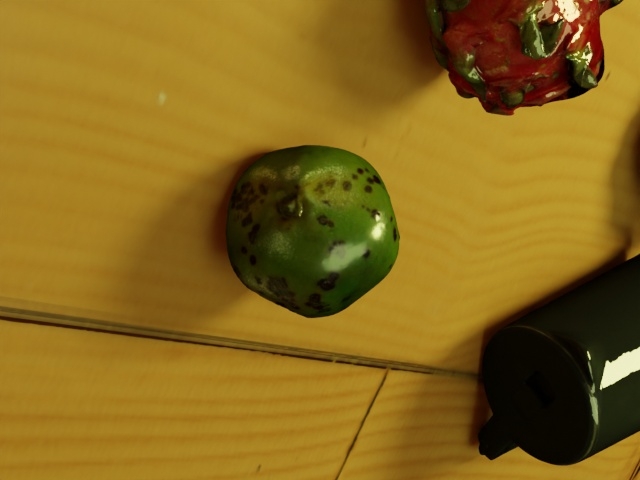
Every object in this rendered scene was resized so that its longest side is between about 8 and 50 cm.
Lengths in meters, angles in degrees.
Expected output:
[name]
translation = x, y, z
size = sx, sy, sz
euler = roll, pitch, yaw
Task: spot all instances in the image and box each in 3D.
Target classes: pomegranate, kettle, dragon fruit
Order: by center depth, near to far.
[pomegranate]
translation = 0.010, -0.002, 0.759
size = 0.169, 0.122, 0.143
euler = 40, 55, -45
[dragon fruit]
translation = 0.169, -0.206, 0.767
size = 0.166, 0.160, 0.172
euler = -32, 133, 1
[kettle]
translation = 0.353, 0.147, 1.152
size = 0.308, 0.262, 0.203
euler = -19, 90, -30
